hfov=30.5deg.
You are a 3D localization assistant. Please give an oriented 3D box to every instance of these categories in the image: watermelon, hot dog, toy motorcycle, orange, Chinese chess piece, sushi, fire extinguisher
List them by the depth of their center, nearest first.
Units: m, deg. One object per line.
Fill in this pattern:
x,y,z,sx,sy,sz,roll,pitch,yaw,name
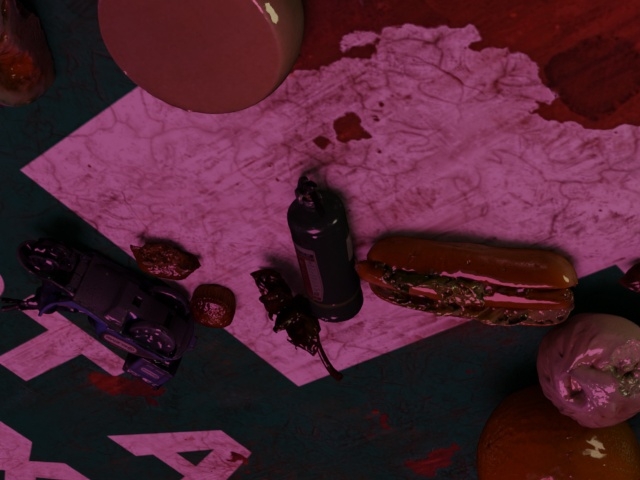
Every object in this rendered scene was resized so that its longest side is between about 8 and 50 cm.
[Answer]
-0.152,-0.284,1.508,0.273,0.102,0.273,11,139,10,Chinese chess piece
-0.493,-0.291,1.559,0.188,0.175,0.322,3,137,15,watermelon
0.216,0.068,1.781,0.337,0.100,0.135,7,140,9,hot dog
0.000,0.000,1.786,0.093,0.118,0.294,-22,136,-9,fire extinguisher
0.395,0.366,1.935,0.274,0.274,0.274,10,139,8,orange
-0.258,0.030,1.940,0.118,0.061,0.060,5,134,-18,sushi
-0.380,0.120,2.028,0.358,0.125,0.212,34,139,-19,toy motorcycle

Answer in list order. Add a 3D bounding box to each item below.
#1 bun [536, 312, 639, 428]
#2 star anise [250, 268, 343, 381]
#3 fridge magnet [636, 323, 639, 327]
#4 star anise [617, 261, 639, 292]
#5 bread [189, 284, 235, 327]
0.413,0.202,1.762,0.178,0.128,0.193,58,147,-3,bun
-0.042,0.128,1.929,0.073,0.177,0.234,-33,148,0,star anise
0.554,0.184,1.807,0.208,0.088,0.208,10,138,9,fridge magnet
0.513,0.050,1.696,0.168,0.057,0.168,16,137,15,star anise
-0.186,0.118,2.012,0.085,0.053,0.085,10,139,8,bread
